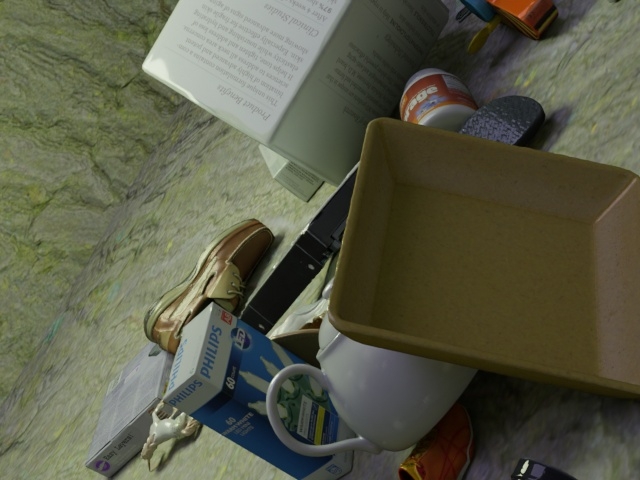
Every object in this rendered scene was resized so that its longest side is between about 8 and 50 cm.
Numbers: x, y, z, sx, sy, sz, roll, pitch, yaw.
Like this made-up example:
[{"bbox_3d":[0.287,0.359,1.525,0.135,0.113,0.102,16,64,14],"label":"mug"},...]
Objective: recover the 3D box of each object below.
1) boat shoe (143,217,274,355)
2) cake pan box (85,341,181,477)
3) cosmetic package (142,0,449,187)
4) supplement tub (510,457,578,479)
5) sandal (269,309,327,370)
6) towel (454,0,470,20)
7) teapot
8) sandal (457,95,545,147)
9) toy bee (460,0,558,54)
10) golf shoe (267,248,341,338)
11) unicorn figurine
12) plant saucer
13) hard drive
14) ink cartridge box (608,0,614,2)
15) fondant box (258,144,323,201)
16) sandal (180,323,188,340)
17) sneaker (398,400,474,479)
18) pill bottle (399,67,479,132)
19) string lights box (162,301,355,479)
[{"bbox_3d":[-0.204,0.104,1.991,0.324,0.122,0.120,-48,53,-8],"label":"boat shoe"},{"bbox_3d":[-0.370,0.324,2.042,0.267,0.070,0.245,-44,21,24],"label":"cake pan box"},{"bbox_3d":[-0.038,-0.366,1.816,0.329,0.327,0.393,34,95,27],"label":"cosmetic package"},{"bbox_3d":[0.172,0.300,0.900,0.198,0.106,0.106,-61,22,-16],"label":"supplement tub"},{"bbox_3d":[0.038,0.124,1.380,0.240,0.088,0.079,-9,40,17],"label":"sandal"},{"bbox_3d":[0.301,-0.501,1.944,0.113,0.023,0.152,-39,26,33],"label":"towel"},{"bbox_3d":[0.078,0.114,1.180,0.252,0.187,0.256,-53,1,32],"label":"teapot"},{"bbox_3d":[0.223,-0.113,1.454,0.254,0.054,0.097,-44,47,15],"label":"sandal"},{"bbox_3d":[0.308,-0.415,1.674,0.195,0.162,0.298,-34,52,22],"label":"toy bee"},{"bbox_3d":[0.051,0.108,1.472,0.306,0.115,0.140,-52,41,5],"label":"golf shoe"},{"bbox_3d":[-0.279,0.345,1.829,0.162,0.060,0.111,-32,30,45],"label":"unicorn figurine"},{"bbox_3d":[0.187,0.025,1.080,0.081,0.333,0.333,102,-179,-45],"label":"plant saucer"},{"bbox_3d":[0.000,0.000,1.572,0.237,0.064,0.339,-51,0,-34],"label":"hard drive"},{"bbox_3d":[0.478,-0.465,1.430,0.212,0.093,0.154,-33,30,46],"label":"ink cartridge box"},{"bbox_3d":[0.018,-0.265,2.080,0.330,0.096,0.238,-49,22,9],"label":"fondant box"},{"bbox_3d":[-0.175,0.207,1.758,0.303,0.120,0.086,0,71,64],"label":"sandal"},{"bbox_3d":[0.126,0.251,1.122,0.064,0.067,0.175,-31,29,48],"label":"sneaker"},{"bbox_3d":[0.190,-0.195,1.580,0.121,0.121,0.216,-46,23,19],"label":"pill bottle"},{"bbox_3d":[-0.074,0.211,1.331,0.077,0.260,0.133,-40,26,33],"label":"string lights box"}]
